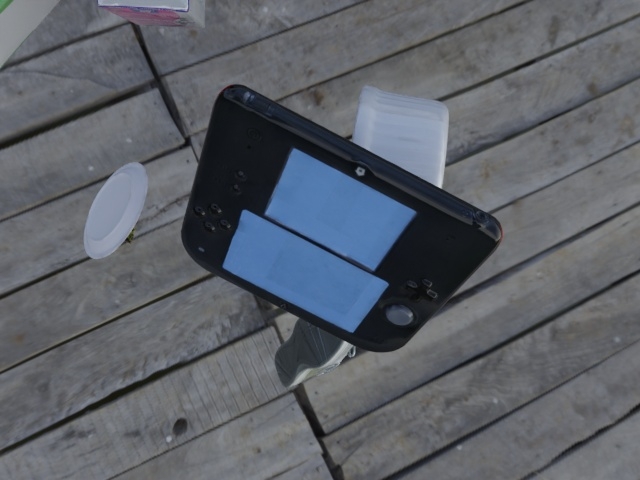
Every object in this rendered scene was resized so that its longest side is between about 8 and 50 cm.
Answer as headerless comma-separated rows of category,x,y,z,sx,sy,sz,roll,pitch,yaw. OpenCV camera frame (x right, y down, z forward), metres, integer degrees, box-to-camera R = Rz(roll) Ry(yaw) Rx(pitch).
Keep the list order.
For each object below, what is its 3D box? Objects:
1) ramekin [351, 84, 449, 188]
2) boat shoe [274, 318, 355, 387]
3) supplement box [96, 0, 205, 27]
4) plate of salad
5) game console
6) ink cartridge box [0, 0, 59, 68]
ramekin,0.119,-0.099,0.915,0.135,0.277,0.278,7,84,7
boat shoe,0.000,0.228,1.237,0.103,0.320,0.118,-7,61,-32
supplement box,-0.222,-0.359,0.785,0.111,0.220,0.114,1,106,-5
plate of salad,-0.385,-0.055,1.099,0.048,0.199,0.200,31,78,-44
game console,0.000,0.000,0.802,0.386,0.342,0.060,27,51,-3
ink cartridge box,-0.521,-0.384,0.770,0.278,0.117,0.202,25,52,-14
